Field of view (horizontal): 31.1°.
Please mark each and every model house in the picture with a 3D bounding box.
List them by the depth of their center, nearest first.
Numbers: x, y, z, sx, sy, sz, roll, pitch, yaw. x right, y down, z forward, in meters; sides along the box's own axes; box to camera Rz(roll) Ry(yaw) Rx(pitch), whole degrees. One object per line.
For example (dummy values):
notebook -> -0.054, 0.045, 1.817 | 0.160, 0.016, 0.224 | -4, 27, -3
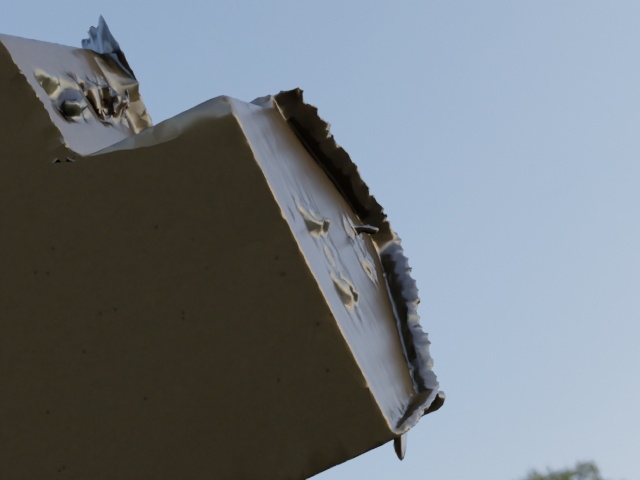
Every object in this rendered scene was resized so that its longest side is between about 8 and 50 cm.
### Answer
model house -> -0.062, 0.014, 0.444 | 0.181, 0.176, 0.248 | -24, -4, 9
